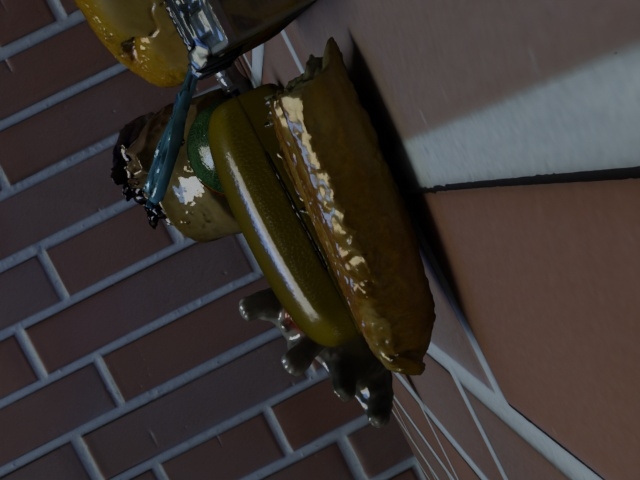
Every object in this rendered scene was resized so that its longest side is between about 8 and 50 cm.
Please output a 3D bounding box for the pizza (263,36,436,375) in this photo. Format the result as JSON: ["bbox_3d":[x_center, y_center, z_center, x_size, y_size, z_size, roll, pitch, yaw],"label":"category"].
[{"bbox_3d":[0.009,-0.067,0.695,0.287,0.075,0.279,-118,6,-52],"label":"pizza"}]

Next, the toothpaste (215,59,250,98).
[{"bbox_3d":[-0.131,-0.250,1.760,0.266,0.061,0.096,57,178,-14],"label":"toothpaste"}]

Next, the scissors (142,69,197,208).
[{"bbox_3d":[-0.263,-0.248,1.589,0.032,0.392,0.180,20,177,-21],"label":"scissors"}]

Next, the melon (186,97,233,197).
[{"bbox_3d":[-0.153,-0.167,1.542,0.182,0.182,0.287,63,178,7],"label":"melon"}]

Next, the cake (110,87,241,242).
[{"bbox_3d":[-0.291,-0.144,1.846,0.332,0.321,0.332,31,-127,-53],"label":"cake"}]

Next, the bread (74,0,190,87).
[{"bbox_3d":[-0.375,-0.503,1.732,0.361,0.250,0.394,62,178,41],"label":"bread"}]

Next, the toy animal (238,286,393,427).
[{"bbox_3d":[0.055,0.167,1.480,0.307,0.188,0.266,51,-165,16],"label":"toy animal"}]

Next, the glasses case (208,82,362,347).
[{"bbox_3d":[-0.041,-0.028,1.182,0.371,0.141,0.173,63,178,4],"label":"glasses case"}]

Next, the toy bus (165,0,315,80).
[{"bbox_3d":[-0.067,-0.180,0.618,0.092,0.106,0.268,64,175,-11],"label":"toy bus"}]
